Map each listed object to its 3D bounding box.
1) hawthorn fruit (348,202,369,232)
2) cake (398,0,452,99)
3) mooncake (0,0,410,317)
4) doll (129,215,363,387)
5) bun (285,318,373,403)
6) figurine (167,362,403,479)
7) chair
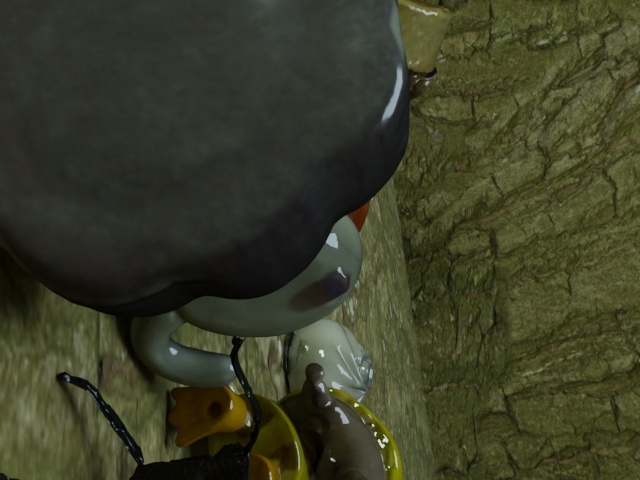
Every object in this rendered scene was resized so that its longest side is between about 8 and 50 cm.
[{"bbox_3d":[0.000,0.000,1.229,0.165,0.165,0.285,-56,152,-72],"label":"hawthorn fruit"},{"bbox_3d":[0.101,-0.417,1.691,0.332,0.332,0.321,-69,177,-67],"label":"cake"},{"bbox_3d":[-0.091,-0.091,0.504,0.154,0.306,0.306,66,17,-73],"label":"mooncake"},{"bbox_3d":[-0.070,-0.066,0.736,0.215,0.226,0.370,44,35,-35],"label":"doll"},{"bbox_3d":[0.021,0.208,1.170,0.173,0.119,0.173,-7,90,-77],"label":"bun"},{"bbox_3d":[-0.026,0.255,0.826,0.343,0.187,0.215,42,27,-60],"label":"figurine"},{"bbox_3d":[-0.113,0.198,0.541,0.174,0.149,0.213,-80,161,-60],"label":"chair"}]
